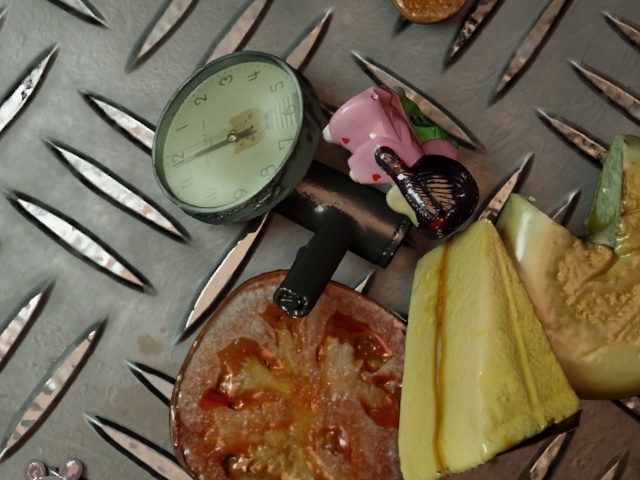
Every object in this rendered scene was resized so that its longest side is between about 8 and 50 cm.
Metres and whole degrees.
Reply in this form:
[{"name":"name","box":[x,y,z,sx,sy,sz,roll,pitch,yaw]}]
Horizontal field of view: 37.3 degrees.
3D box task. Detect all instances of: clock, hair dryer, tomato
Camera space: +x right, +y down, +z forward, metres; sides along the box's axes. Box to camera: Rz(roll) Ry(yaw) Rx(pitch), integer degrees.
[{"name":"clock","box":[-0.106,-0.129,1.158,0.226,0.049,0.226,-11,64,24]},{"name":"hair dryer","box":[0.000,0.000,1.137,0.197,0.251,0.089,28,127,-1]},{"name":"clock","box":[0.115,-0.095,1.160,0.100,0.194,0.195,-44,80,23]},{"name":"tomato","box":[-0.027,0.206,1.143,0.338,0.144,0.338,9,68,-22]}]

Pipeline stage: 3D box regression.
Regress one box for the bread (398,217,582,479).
[{"name":"bread","box":[0.147,0.128,1.081,0.163,0.168,0.264,-13,73,-38]}]

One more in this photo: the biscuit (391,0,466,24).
[{"name":"biscuit","box":[0.186,-0.424,1.247,0.205,0.049,0.324,27,79,-9]}]

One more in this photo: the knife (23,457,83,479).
[{"name":"knife","box":[-0.479,0.354,1.173,0.399,0.038,0.132,-6,84,-3]}]

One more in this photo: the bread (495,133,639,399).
[{"name":"bread","box":[0.357,0.042,1.181,0.333,0.160,0.332,0,88,-2]}]
